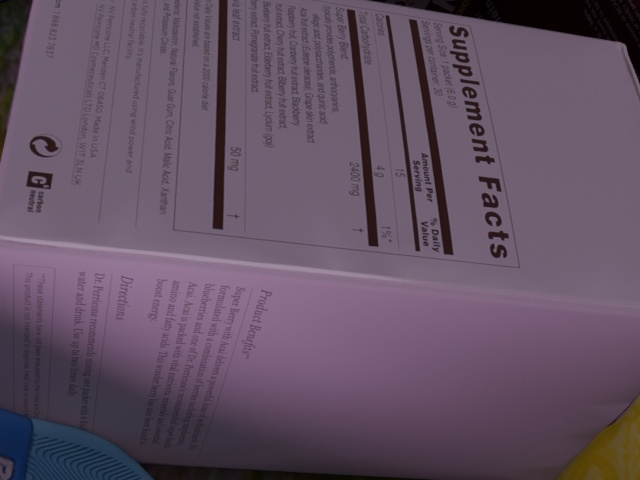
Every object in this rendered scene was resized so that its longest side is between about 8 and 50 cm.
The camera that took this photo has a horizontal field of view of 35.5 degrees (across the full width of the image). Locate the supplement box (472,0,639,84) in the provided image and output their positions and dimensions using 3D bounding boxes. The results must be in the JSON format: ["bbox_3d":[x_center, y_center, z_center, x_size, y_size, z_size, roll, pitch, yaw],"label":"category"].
[{"bbox_3d":[0.208,-0.123,0.605,0.129,0.194,0.191,-20,74,-21],"label":"supplement box"}]

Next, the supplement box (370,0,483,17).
[{"bbox_3d":[0.055,-0.260,0.659,0.073,0.130,0.240,-2,69,-16],"label":"supplement box"}]

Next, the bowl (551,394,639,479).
[{"bbox_3d":[0.266,0.138,0.535,0.289,0.156,0.290,5,66,-12],"label":"bowl"}]

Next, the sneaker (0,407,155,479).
[{"bbox_3d":[-0.205,0.148,0.434,0.319,0.208,0.127,41,37,-35],"label":"sneaker"}]

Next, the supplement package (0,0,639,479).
[{"bbox_3d":[0.000,0.000,0.493,0.292,0.178,0.175,7,51,-13],"label":"supplement package"}]
